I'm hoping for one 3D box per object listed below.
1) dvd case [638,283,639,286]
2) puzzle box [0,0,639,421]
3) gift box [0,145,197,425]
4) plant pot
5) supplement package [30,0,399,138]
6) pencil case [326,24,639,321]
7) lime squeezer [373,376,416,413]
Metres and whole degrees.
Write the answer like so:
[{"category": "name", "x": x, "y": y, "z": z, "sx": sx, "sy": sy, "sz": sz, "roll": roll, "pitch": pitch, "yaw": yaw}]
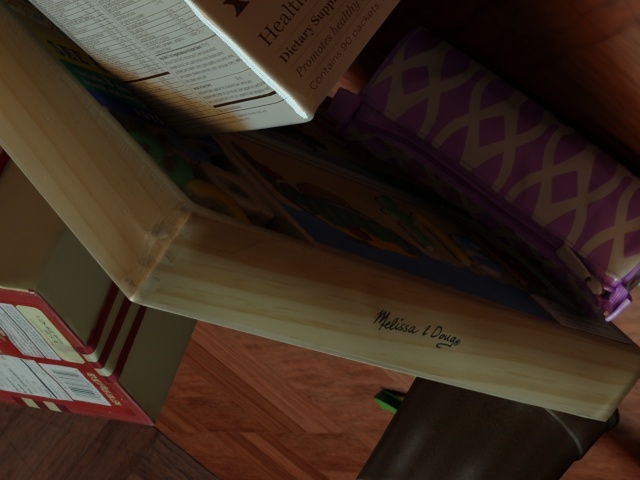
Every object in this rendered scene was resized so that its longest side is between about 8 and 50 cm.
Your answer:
[{"category": "dvd case", "x": 0.207, "y": 0.011, "z": 1.099, "sx": 0.119, "sy": 0.013, "sz": 0.087, "roll": 24, "pitch": 160, "yaw": 35}, {"category": "puzzle box", "x": -0.017, "y": -0.028, "z": 0.987, "sx": 0.409, "sy": 0.052, "sz": 0.272, "roll": 18, "pitch": -159, "yaw": -50}, {"category": "gift box", "x": -0.204, "y": -0.012, "z": 1.502, "sx": 0.276, "sy": 0.258, "sz": 0.255, "roll": 7, "pitch": 151, "yaw": 23}, {"category": "plant pot", "x": 0.124, "y": 0.164, "z": 1.436, "sx": 0.167, "sy": 0.165, "sz": 0.167, "roll": 33, "pitch": 163, "yaw": 11}, {"category": "supplement package", "x": -0.049, "y": -0.183, "z": 0.760, "sx": 0.203, "sy": 0.194, "sz": 0.149, "roll": 42, "pitch": 163, "yaw": -19}, {"category": "pencil case", "x": 0.107, "y": -0.036, "z": 1.035, "sx": 0.206, "sy": 0.088, "sz": 0.086, "roll": 36, "pitch": 139, "yaw": 9}, {"category": "lime squeezer", "x": 0.099, "y": 0.145, "z": 1.677, "sx": 0.310, "sy": 0.059, "sz": 0.110, "roll": 87, "pitch": 158, "yaw": -72}]
